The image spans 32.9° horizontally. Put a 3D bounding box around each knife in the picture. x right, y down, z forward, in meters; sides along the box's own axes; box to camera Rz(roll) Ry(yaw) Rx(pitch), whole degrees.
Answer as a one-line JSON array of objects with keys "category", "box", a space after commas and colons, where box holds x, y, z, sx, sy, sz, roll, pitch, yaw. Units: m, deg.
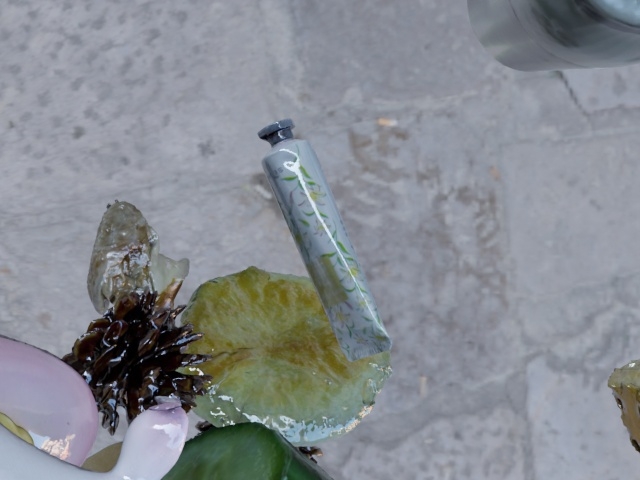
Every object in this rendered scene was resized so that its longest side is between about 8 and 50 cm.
[{"category": "knife", "box": [-0.298, 0.284, 1.193, 0.256, 0.046, 0.022, -26, 134, -25]}]

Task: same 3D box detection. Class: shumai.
[{"category": "shumai", "box": [-0.212, 0.029, 1.272, 0.116, 0.145, 0.146, 10, 84, -11]}]

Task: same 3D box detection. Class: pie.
[{"category": "pie", "box": [-0.055, 0.148, 1.413, 0.306, 0.306, 0.071, -14, 141, -33]}]

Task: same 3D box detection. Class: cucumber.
[{"category": "cucumber", "box": [-0.073, 0.255, 0.946, 0.130, 0.191, 0.191, 47, 66, -30]}]

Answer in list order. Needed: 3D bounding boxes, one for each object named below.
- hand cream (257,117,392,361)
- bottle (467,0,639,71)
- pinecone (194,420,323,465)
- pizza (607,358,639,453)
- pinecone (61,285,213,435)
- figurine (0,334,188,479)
[{"category": "hand cream", "box": [0.000, 0.000, 0.838, 0.042, 0.067, 0.194, -18, 84, -38]}, {"category": "bottle", "box": [0.116, -0.121, 0.476, 0.079, 0.254, 0.096, 19, 99, 0]}, {"category": "pinecone", "box": [-0.084, 0.307, 1.568, 0.168, 0.185, 0.212, -39, 119, -72]}, {"category": "pizza", "box": [0.412, 0.246, 0.844, 0.130, 0.406, 0.440, -33, 75, -17]}, {"category": "pinecone", "box": [-0.161, 0.115, 0.970, 0.121, 0.140, 0.140, 38, 66, 6]}, {"category": "figurine", "box": [-0.131, 0.197, 0.659, 0.206, 0.315, 0.284, -33, 121, -20]}]
